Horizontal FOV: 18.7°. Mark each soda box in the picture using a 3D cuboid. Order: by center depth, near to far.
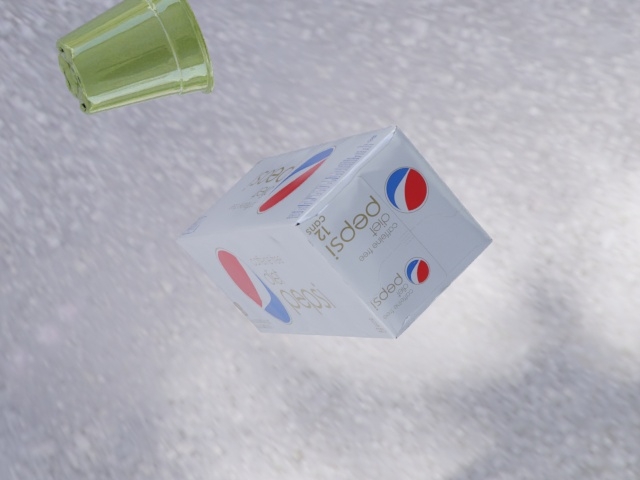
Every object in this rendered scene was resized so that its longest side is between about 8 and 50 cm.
[{"bbox_3d":[0.000,0.000,0.963,0.069,0.216,0.074,-44,101,-14],"label":"soda box"}]

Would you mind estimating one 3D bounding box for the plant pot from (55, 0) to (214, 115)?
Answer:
[{"bbox_3d":[-0.119,-0.115,1.207,0.079,0.083,0.083,-24,108,-16],"label":"plant pot"}]
